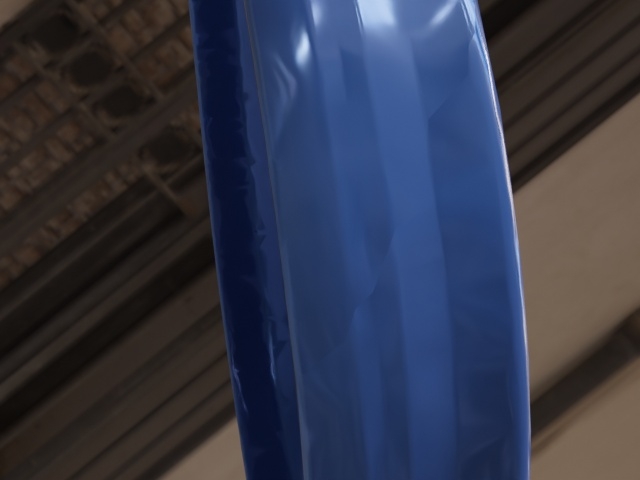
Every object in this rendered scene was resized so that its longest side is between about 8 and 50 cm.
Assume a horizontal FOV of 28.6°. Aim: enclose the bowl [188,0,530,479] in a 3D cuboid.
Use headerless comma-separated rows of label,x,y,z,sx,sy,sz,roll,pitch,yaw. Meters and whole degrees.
bowl,0.000,0.000,0.537,0.391,0.077,0.391,173,-90,-83
